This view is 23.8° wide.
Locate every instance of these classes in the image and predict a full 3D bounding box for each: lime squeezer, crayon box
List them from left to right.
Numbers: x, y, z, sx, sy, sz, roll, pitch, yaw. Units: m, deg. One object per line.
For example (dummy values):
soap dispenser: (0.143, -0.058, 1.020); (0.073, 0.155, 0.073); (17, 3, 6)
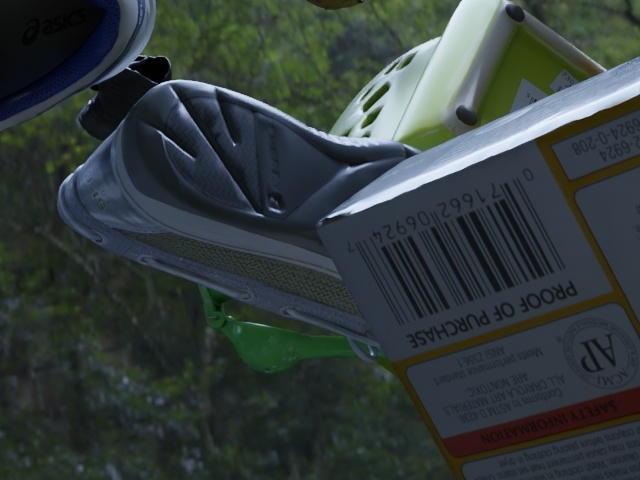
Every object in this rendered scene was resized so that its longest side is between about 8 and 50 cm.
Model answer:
lime squeezer: (-0.046, 0.023, 1.086); (0.110, 0.310, 0.059); (-54, -19, 16)
crayon box: (0.163, 0.089, 0.611); (0.203, 0.323, 0.083); (-22, 10, 41)

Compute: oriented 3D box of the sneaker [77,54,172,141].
sneaker: (-0.154, -0.127, 1.379); (0.170, 0.051, 0.089); (8, -51, -50)

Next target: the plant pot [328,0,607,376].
plant pot: (0.124, -0.034, 1.141); (0.228, 0.227, 0.207); (35, -42, -8)

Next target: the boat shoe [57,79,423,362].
boat shoe: (-0.001, 0.002, 0.923); (0.320, 0.118, 0.103); (18, -35, -36)

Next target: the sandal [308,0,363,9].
sandal: (-0.001, -0.231, 1.307); (0.090, 0.219, 0.060); (-3, -70, -46)

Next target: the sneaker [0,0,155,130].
sneaker: (-0.233, -0.091, 0.811); (0.296, 0.131, 0.111); (-25, -78, -1)
